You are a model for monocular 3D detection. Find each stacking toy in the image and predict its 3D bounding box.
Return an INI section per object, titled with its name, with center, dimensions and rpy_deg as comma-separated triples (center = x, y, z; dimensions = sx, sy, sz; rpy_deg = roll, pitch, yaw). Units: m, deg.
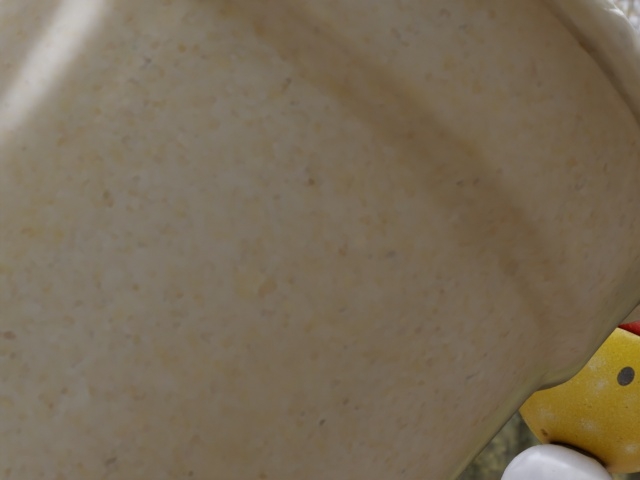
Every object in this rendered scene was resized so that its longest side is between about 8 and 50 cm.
[stacking toy]
center = 0.313, 0.118, 1.237
dimensions = 0.351, 0.480, 0.350
rpy_deg = 22, -20, 8

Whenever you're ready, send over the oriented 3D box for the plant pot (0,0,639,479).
[plant pot]
center = -0.079, 0.042, 0.451
dimensions = 0.334, 0.305, 0.334
rpy_deg = 33, -17, 11
